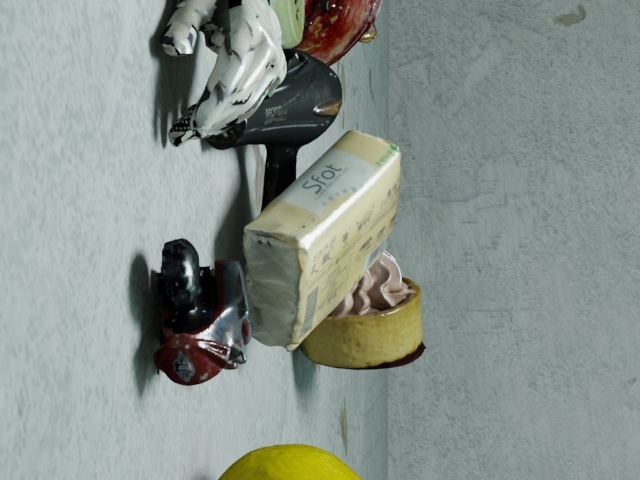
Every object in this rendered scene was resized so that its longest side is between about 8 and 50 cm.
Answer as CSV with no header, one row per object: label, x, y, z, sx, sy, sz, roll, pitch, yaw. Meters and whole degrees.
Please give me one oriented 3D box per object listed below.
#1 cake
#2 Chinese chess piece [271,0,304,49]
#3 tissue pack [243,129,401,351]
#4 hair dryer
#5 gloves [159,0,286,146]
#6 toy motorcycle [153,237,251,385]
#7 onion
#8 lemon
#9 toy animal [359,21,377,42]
cake,0.058,0.081,1.734,0.207,0.185,0.178,-15,108,-58
Chinese chess piece,-0.063,-0.315,1.383,0.188,0.083,0.188,-4,90,-83
tissue pack,0.000,0.000,1.355,0.222,0.090,0.186,-45,152,-36
hair dryer,-0.060,-0.039,1.375,0.304,0.120,0.359,-46,143,-67
gloves,-0.089,-0.172,1.119,0.212,0.111,0.127,-94,180,-45
toy motorcycle,-0.098,0.076,1.055,0.213,0.082,0.122,54,34,-73
onion,0.010,-0.396,1.692,0.280,0.146,0.314,7,85,-77
lemon,-0.028,0.290,1.148,0.244,0.187,0.187,36,52,-72
toy animal,0.026,-0.443,1.887,0.114,0.116,0.255,-8,95,-83
